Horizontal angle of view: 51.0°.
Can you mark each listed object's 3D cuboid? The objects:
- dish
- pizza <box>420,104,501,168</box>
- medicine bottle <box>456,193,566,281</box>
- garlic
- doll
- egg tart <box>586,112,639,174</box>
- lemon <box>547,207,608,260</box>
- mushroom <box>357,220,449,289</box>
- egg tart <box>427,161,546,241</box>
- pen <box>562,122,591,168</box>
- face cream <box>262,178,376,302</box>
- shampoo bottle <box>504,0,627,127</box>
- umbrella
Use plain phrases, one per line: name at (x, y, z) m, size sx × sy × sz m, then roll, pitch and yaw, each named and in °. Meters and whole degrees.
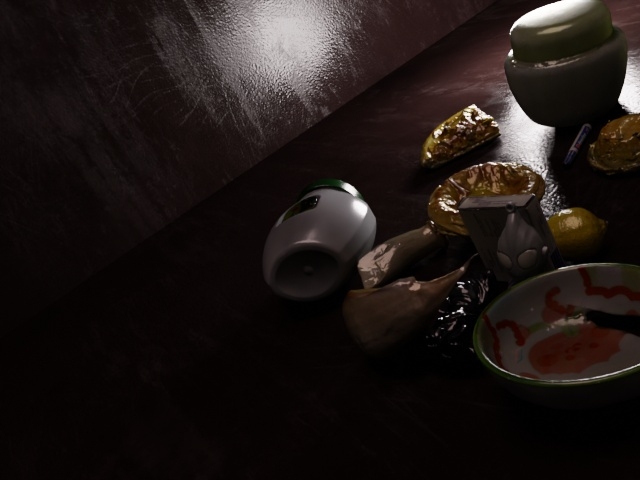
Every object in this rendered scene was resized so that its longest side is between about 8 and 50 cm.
dish at (0.415, 0.170, 1.059) m, size 0.324 × 0.124 × 0.324 m, roll -19°, pitch 22°, yaw 8°
pizza at (0.420, -0.338, 2.164) m, size 0.269 × 0.087 × 0.258 m, roll -29°, pitch 20°, yaw 6°
medicine bottle at (0.380, 0.000, 1.342) m, size 0.171 × 0.201 × 0.052 m, roll 0°, pitch 39°, yaw 51°
garlic at (0.149, 0.119, 1.303) m, size 0.196 × 0.151 × 0.338 m, roll -42°, pitch -2°, yaw -25°
doll at (0.376, 0.037, 1.241) m, size 0.102 × 0.227 × 0.075 m, roll -4°, pitch 17°, yaw 40°
egg tart at (0.726, -0.234, 1.576) m, size 0.213 × 0.090 × 0.212 m, roll -28°, pitch 24°, yaw 14°
lemon at (0.507, -0.012, 1.338) m, size 0.133 × 0.109 × 0.109 m, roll -23°, pitch 23°, yaw 28°
mushroom at (0.191, 0.036, 1.627) m, size 0.247 × 0.096 × 0.108 m, roll -31°, pitch 1°, yaw -11°
egg tart at (0.394, -0.080, 1.593) m, size 0.295 × 0.116 × 0.294 m, roll -16°, pitch 30°, yaw 10°
pen at (0.669, -0.247, 1.750) m, size 0.025 × 0.025 × 0.204 m, roll -6°, pitch 32°, yaw 43°
face cream at (0.000, 0.000, 1.756) m, size 0.313 × 0.219 × 0.357 m, roll -26°, pitch 19°, yaw 23°
shampoo bottle at (0.686, -0.488, 1.883) m, size 0.323 × 0.317 × 0.322 m, roll -15°, pitch 29°, yaw 8°
umbrella at (0.278, 0.140, 1.300) m, size 0.110 × 0.122 × 0.272 m, roll 25°, pitch 37°, yaw 8°
